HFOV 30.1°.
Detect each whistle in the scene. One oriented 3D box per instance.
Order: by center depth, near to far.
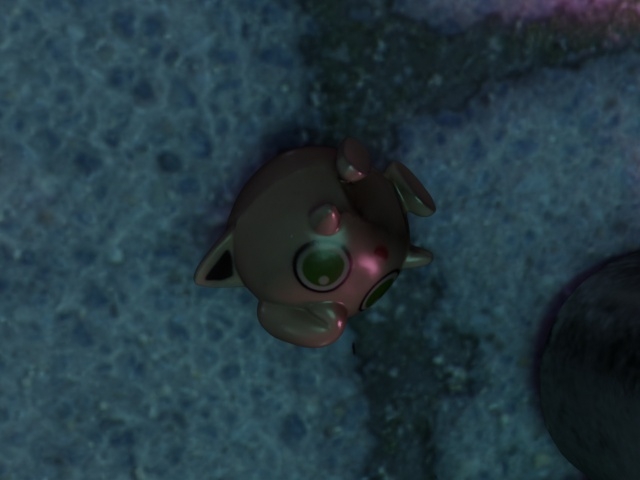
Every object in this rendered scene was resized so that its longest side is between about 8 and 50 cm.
[{"bbox_3d":[0.246,0.175,0.825,0.188,0.168,0.405,22,89,-20],"label":"whistle"}]

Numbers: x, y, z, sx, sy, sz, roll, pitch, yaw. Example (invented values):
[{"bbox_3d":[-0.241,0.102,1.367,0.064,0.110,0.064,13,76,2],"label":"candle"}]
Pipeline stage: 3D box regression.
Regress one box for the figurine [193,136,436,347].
[{"bbox_3d":[0.000,0.000,0.782,0.125,0.125,0.138,39,108,-17],"label":"figurine"}]
